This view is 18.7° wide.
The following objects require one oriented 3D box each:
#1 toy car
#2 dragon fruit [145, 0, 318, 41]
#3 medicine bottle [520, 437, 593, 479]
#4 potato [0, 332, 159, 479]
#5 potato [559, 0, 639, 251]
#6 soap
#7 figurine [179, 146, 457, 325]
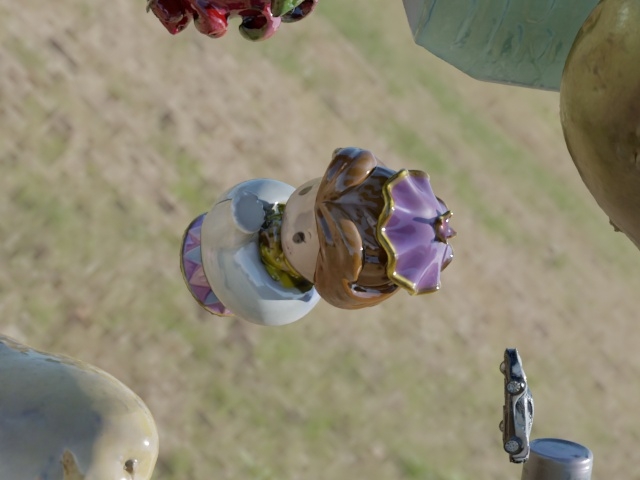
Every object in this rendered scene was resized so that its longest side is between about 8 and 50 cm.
[{"bbox_3d":[0.150,0.125,1.484,0.041,0.025,0.093,-94,-178,-66],"label":"toy car"},{"bbox_3d":[-0.048,-0.292,1.664,0.273,0.198,0.218,-44,113,-44],"label":"dragon fruit"},{"bbox_3d":[0.186,0.266,1.617,0.058,0.199,0.057,6,14,-1],"label":"medicine bottle"},{"bbox_3d":[-0.209,0.123,1.072,0.235,0.161,0.128,13,-23,30],"label":"potato"},{"bbox_3d":[0.270,-0.047,1.178,0.307,0.210,0.173,39,44,-30],"label":"potato"},{"bbox_3d":[0.166,-0.186,1.452,0.230,0.145,0.091,6,49,-11],"label":"soap"},{"bbox_3d":[0.000,0.000,1.716,0.189,0.263,0.142,23,64,-41],"label":"figurine"}]
